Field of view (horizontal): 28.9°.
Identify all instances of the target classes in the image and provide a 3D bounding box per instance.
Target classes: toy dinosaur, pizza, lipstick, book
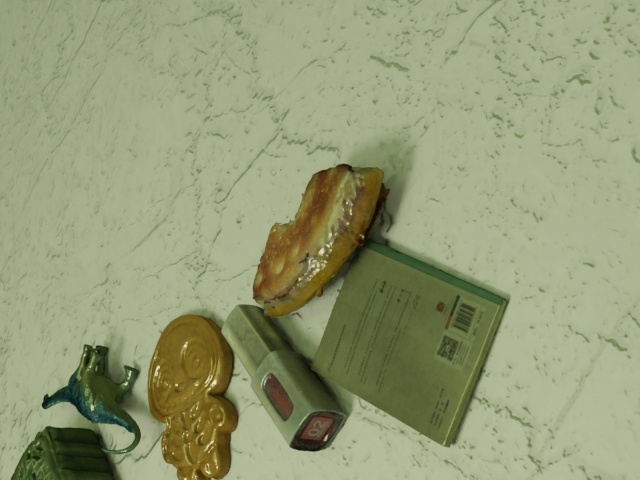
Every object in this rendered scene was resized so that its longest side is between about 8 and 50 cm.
[{"bbox_3d":[-0.386,0.262,2.145,0.363,0.076,0.147,14,84,52],"label":"toy dinosaur"},{"bbox_3d":[0.000,0.000,1.786,0.305,0.086,0.161,-52,32,32],"label":"pizza"},{"bbox_3d":[-0.059,0.193,1.806,0.079,0.077,0.253,-58,43,21],"label":"lipstick"},{"bbox_3d":[0.112,0.130,1.673,0.283,0.025,0.215,27,98,48],"label":"book"}]

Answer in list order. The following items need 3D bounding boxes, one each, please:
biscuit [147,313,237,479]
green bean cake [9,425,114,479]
[{"bbox_3d":[-0.209,0.255,1.984,0.202,0.044,0.288,-31,55,38],"label":"biscuit"},{"bbox_3d":[-0.453,0.461,2.139,0.227,0.125,0.222,-60,43,25],"label":"green bean cake"}]
